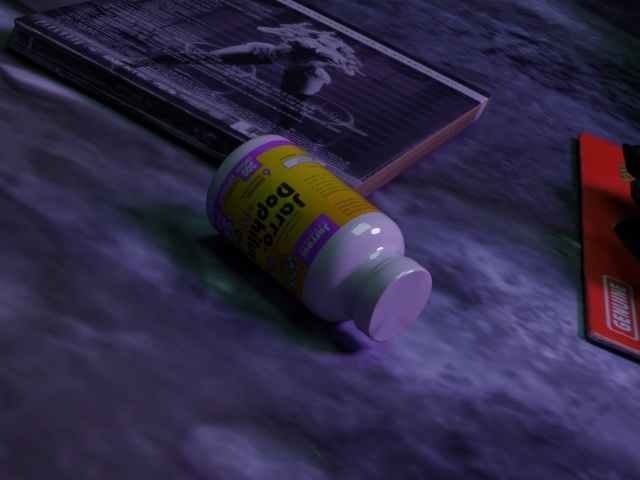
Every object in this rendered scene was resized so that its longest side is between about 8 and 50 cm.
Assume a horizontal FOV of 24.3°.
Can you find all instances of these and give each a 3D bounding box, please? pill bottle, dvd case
[{"bbox_3d":[0.000,0.000,0.527,0.083,0.043,0.043,39,28,32],"label":"pill bottle"},{"bbox_3d":[-0.022,-0.079,0.707,0.164,0.018,0.221,28,25,13],"label":"dvd case"}]

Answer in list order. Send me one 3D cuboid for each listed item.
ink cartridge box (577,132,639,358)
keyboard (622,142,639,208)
[{"bbox_3d":[0.245,0.014,0.708,0.239,0.060,0.275,24,23,-1],"label":"ink cartridge box"},{"bbox_3d":[0.189,-0.008,0.667,0.108,0.023,0.180,0,20,-11],"label":"keyboard"}]
